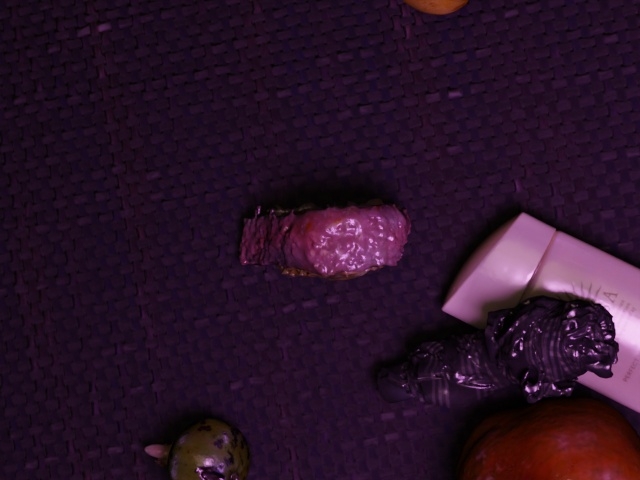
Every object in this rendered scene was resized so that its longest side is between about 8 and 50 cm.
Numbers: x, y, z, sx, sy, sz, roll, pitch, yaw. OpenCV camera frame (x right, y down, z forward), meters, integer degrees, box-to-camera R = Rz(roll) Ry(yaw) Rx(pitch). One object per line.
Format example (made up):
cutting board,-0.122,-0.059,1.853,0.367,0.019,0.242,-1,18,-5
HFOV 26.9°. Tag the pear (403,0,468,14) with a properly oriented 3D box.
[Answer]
pear,0.163,-0.408,1.741,0.209,0.209,0.209,0,90,7

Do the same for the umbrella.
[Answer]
umbrella,0.211,0.159,1.713,0.337,0.154,0.128,-15,68,23

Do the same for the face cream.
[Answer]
face cream,0.351,0.096,1.774,0.348,0.081,0.173,28,102,6

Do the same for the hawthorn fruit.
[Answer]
hawthorn fruit,0.303,0.329,1.674,0.268,0.301,0.267,0,95,2

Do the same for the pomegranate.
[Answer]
pomegranate,-0.168,0.300,1.829,0.161,0.122,0.122,6,91,33

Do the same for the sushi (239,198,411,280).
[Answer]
sushi,0.000,0.000,1.777,0.241,0.161,0.107,-2,91,6
